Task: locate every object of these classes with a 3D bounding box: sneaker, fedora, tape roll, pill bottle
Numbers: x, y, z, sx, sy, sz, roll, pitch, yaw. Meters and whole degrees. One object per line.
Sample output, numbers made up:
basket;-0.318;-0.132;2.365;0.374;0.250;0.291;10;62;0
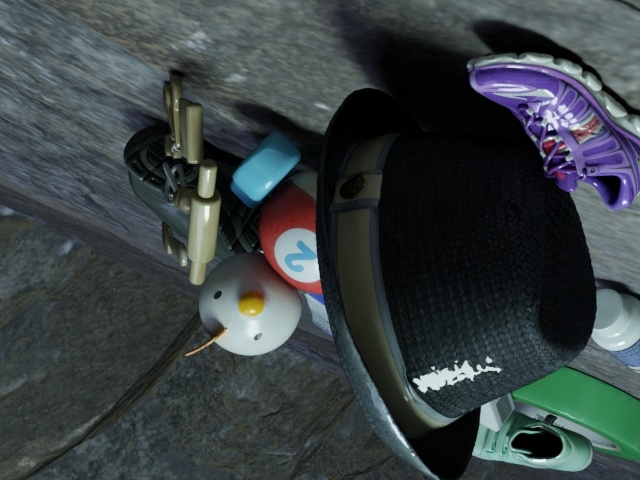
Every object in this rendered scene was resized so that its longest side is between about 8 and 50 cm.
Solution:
sneaker;0.170;-0.075;0.788;0.170;0.071;0.068;29;168;-23
fedora;0.123;0.017;0.882;0.152;0.334;0.334;-15;151;24
tape roll;0.413;0.280;1.946;0.321;0.077;0.321;23;169;5
sneaker;0.314;0.323;1.899;0.256;0.094;0.151;5;166;32
sneaker;-0.123;-0.028;1.425;0.286;0.109;0.130;40;156;4
pill bottle;0.341;0.098;1.262;0.067;0.067;0.120;12;164;46

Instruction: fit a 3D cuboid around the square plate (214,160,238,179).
square plate;0.000;0.000;1.557;0.347;0.049;0.344;19;167;26

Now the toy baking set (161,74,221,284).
toy baking set;-0.140;-0.056;1.202;0.030;0.256;0.197;-4;-139;-16

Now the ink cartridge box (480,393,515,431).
ink cartridge box;0.176;0.172;1.802;0.239;0.060;0.275;26;157;34

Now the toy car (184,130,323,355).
toy car;-0.054;0.047;1.217;0.219;0.238;0.210;44;174;-2

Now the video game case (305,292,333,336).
video game case;0.107;0.151;1.642;0.269;0.061;0.244;34;169;9
